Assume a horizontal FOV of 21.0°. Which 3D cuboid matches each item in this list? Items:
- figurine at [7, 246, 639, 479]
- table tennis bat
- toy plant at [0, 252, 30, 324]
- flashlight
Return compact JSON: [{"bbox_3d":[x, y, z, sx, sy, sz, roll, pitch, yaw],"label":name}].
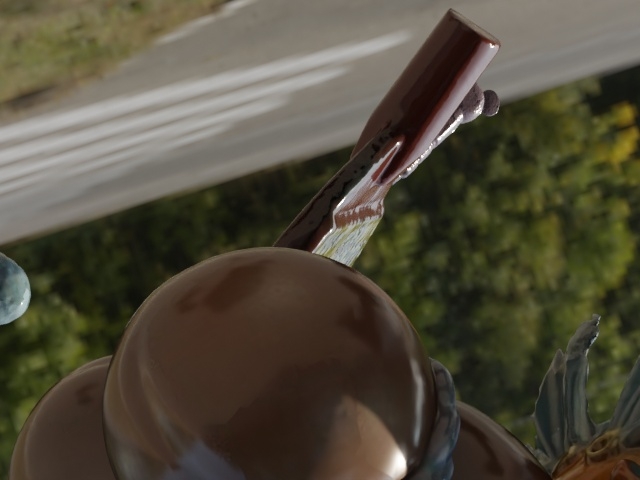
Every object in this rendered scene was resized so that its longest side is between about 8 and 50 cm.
[{"bbox_3d":[0.083,0.113,0.772,0.388,0.248,0.276,-14,165,-28],"label":"figurine"},{"bbox_3d":[0.000,0.000,1.019,0.310,0.038,0.200,-54,172,12],"label":"table tennis bat"},{"bbox_3d":[-0.441,0.054,1.818,0.247,0.332,0.247,-25,154,-14],"label":"toy plant"},{"bbox_3d":[0.078,-0.080,1.214,0.110,0.052,0.031,-45,-161,-19],"label":"flashlight"}]
